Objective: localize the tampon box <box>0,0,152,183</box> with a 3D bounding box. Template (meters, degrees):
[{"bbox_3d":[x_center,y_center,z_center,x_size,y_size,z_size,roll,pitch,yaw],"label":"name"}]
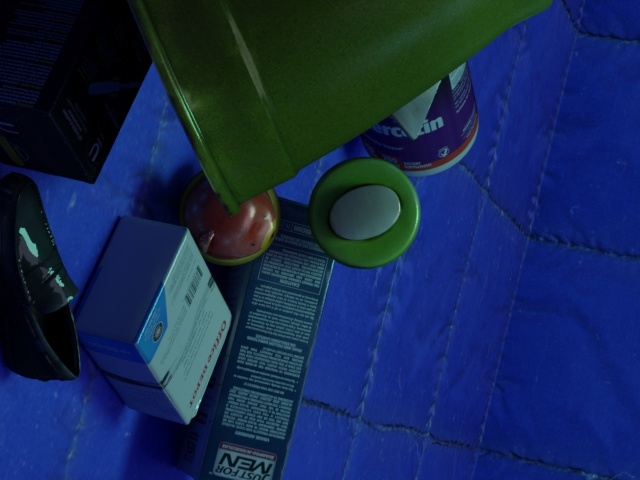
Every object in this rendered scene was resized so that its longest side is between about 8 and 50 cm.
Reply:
[{"bbox_3d":[-0.234,-0.154,1.356,0.120,0.101,0.161,68,39,-59],"label":"tampon box"}]

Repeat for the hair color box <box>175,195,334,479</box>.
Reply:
[{"bbox_3d":[-0.076,0.128,1.844,0.174,0.105,0.347,168,-63,-76],"label":"hair color box"}]

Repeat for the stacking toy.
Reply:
[{"bbox_3d":[-0.010,-0.105,1.694,0.130,0.279,0.309,-43,145,-89],"label":"stacking toy"}]

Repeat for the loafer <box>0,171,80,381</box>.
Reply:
[{"bbox_3d":[-0.264,0.037,1.418,0.076,0.078,0.223,-53,148,-51],"label":"loafer"}]

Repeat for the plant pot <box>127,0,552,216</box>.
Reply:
[{"bbox_3d":[0.010,-0.257,1.377,0.366,0.353,0.366,-22,90,-90],"label":"plant pot"}]

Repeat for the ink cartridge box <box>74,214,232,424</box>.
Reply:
[{"bbox_3d":[-0.181,0.091,1.665,0.203,0.086,0.148,71,36,-56],"label":"ink cartridge box"}]

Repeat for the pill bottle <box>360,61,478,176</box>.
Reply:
[{"bbox_3d":[0.121,-0.243,2.160,0.323,0.181,0.181,67,39,-57],"label":"pill bottle"}]
